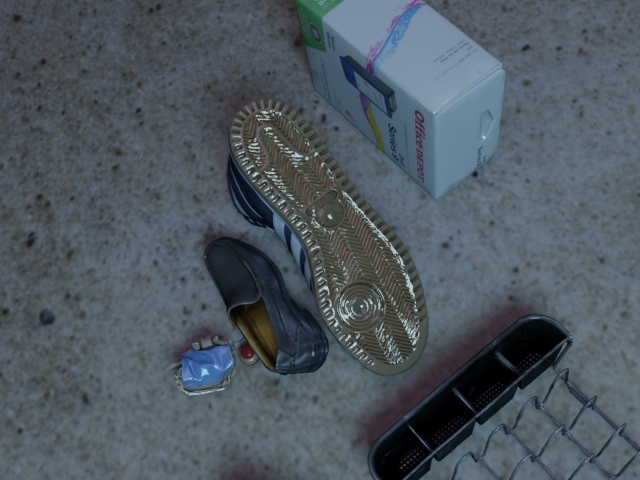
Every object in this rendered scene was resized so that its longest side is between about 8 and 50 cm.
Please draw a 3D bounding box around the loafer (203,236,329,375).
[{"bbox_3d":[-0.064,0.058,0.818,0.170,0.061,0.062,45,120,28],"label":"loafer"}]

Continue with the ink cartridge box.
[{"bbox_3d":[0.079,-0.167,0.874,0.093,0.154,0.212,-39,64,-12],"label":"ink cartridge box"}]

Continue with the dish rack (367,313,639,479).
[{"bbox_3d":[0.197,0.219,0.698,0.208,0.074,0.271,-38,64,-11],"label":"dish rack"}]

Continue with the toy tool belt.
[{"bbox_3d":[-0.100,0.113,0.811,0.083,0.051,0.052,-21,61,-3],"label":"toy tool belt"}]

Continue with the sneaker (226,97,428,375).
[{"bbox_3d":[0.000,0.000,0.843,0.099,0.153,0.282,-32,93,-11],"label":"sneaker"}]
